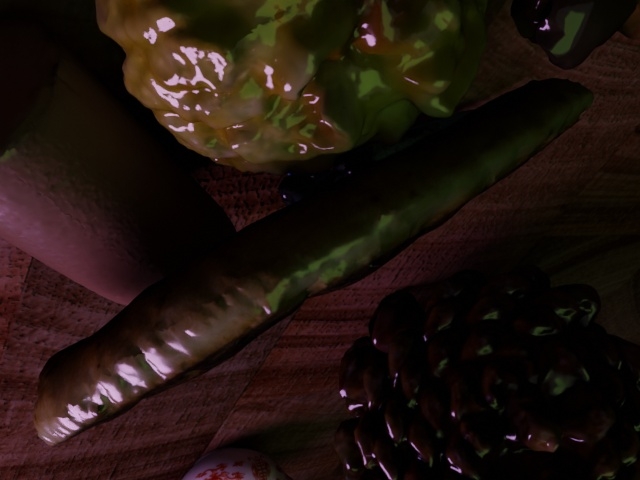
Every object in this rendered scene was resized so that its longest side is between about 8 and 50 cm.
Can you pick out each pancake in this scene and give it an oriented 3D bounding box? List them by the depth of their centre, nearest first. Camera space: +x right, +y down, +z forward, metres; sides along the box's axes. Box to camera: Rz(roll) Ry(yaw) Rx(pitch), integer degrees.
[{"bbox_3d":[-0.002,0.001,0.574,0.427,0.066,0.305,-33,180,16],"label":"pancake"}]

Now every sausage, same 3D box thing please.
[{"bbox_3d":[-0.163,-0.034,0.567,0.123,0.123,0.253,-32,148,4],"label":"sausage"}]

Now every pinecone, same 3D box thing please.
[{"bbox_3d":[0.205,0.224,0.991,0.398,0.397,0.397,-20,147,-14],"label":"pinecone"}]

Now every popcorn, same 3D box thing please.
[{"bbox_3d":[-0.008,-0.140,0.461,0.235,0.180,0.217,18,147,-29],"label":"popcorn"}]

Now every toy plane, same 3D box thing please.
[{"bbox_3d":[0.072,-0.068,0.739,0.247,0.078,0.169,-20,146,-13],"label":"toy plane"}]

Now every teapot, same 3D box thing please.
[{"bbox_3d":[-0.147,0.371,1.156,0.246,0.116,0.159,-28,160,-5],"label":"teapot"}]

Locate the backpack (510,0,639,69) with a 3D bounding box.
[{"bbox_3d":[0.205,-0.287,0.419,0.354,0.201,0.378,-37,140,20],"label":"backpack"}]
